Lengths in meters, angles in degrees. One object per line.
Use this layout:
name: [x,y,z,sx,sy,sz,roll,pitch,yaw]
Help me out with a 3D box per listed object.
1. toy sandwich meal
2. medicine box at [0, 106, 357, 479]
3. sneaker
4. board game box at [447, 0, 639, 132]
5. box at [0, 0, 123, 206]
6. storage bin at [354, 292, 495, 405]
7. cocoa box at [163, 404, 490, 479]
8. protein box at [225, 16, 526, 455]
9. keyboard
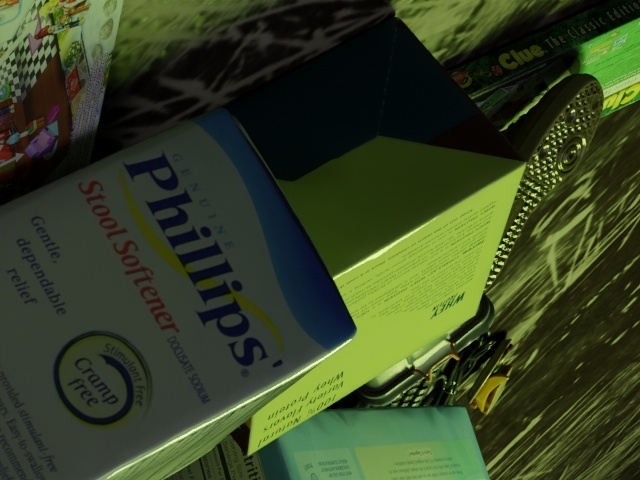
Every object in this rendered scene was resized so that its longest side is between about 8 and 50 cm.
toy sandwich meal: [0.174,0.137,1.895,0.085,0.029,0.085,-56,175,-8]
medicine box: [-0.168,0.086,1.040,0.289,0.149,0.263,-28,173,-27]
sneaker: [0.128,-0.050,1.370,0.188,0.071,0.066,-55,145,-5]
board game box: [0.162,-0.111,1.414,0.260,0.030,0.136,-25,153,-29]
box: [-0.186,-0.091,0.862,0.201,0.057,0.293,-27,156,-30]
storage bin: [0.065,0.059,1.528,0.135,0.098,0.091,-36,148,-3]
cocoa box: [-0.009,0.278,1.575,0.228,0.231,0.347,-25,165,26]
protein box: [0.000,0.000,1.232,0.200,0.136,0.201,-30,157,-21]
keyboard: [0.082,0.155,1.824,0.201,0.033,0.317,-25,156,-31]
